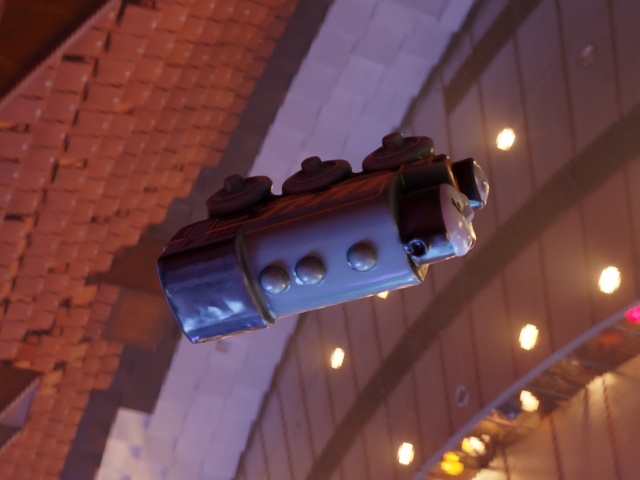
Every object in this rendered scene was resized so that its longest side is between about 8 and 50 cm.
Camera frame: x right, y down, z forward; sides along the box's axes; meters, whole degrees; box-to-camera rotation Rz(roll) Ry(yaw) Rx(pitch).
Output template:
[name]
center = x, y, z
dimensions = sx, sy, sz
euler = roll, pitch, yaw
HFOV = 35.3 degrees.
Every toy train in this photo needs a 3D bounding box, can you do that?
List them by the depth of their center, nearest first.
[toy train]
center = 0.000, 0.000, 0.992
dimensions = 0.190, 0.334, 0.142
euler = -64, 138, -63
